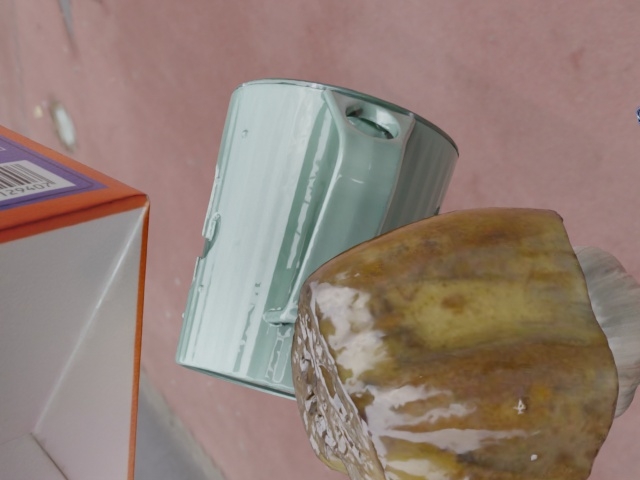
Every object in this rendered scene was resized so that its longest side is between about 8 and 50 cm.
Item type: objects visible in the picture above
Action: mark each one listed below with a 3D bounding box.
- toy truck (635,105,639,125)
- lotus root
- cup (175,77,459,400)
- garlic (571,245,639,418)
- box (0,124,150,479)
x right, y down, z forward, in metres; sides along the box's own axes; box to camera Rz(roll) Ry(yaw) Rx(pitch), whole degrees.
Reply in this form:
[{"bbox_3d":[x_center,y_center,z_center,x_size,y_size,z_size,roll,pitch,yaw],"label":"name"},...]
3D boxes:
[{"bbox_3d":[0.559,-0.195,1.763,0.136,0.063,0.074,-31,69,50],"label":"toy truck"},{"bbox_3d":[0.099,0.141,1.041,0.316,0.250,0.316,179,90,-71],"label":"lotus root"},{"bbox_3d":[-0.022,-0.004,1.438,0.310,0.392,0.401,11,169,20],"label":"cup"},{"bbox_3d":[0.416,0.143,1.906,0.317,0.259,0.317,-2,87,43],"label":"garlic"},{"bbox_3d":[-0.334,0.104,0.779,0.257,0.349,0.318,25,120,35],"label":"box"}]
